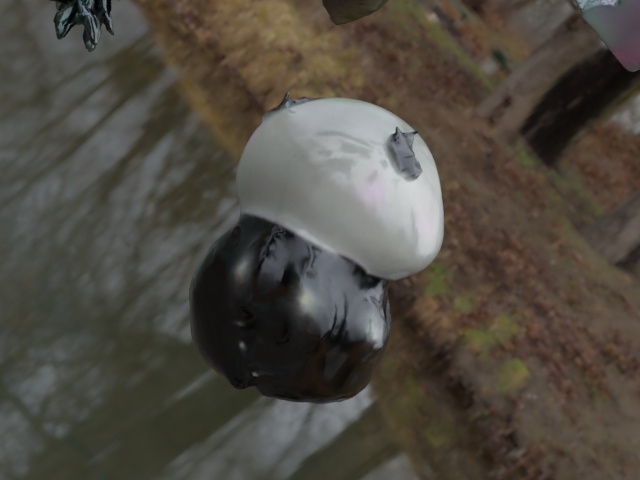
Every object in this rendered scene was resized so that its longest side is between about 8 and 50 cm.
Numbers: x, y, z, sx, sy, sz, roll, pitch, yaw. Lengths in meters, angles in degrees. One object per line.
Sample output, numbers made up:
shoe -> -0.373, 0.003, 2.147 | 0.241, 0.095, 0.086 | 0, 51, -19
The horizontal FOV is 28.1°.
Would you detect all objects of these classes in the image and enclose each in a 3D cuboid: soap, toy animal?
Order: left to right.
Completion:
toy animal -> 0.000, 0.000, 1.376 | 0.250, 0.310, 0.251 | 15, 13, -4
soap -> 0.211, -0.164, 0.767 | 0.056, 0.100, 0.149 | 48, 52, -21

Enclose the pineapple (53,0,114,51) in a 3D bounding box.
pineapple -> -0.109, -0.221, 0.969 | 0.083, 0.221, 0.103 | -1, 69, -87

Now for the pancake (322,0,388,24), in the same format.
pancake -> 0.004, -0.244, 0.763 | 0.029, 0.212, 0.235 | -9, 33, -24
